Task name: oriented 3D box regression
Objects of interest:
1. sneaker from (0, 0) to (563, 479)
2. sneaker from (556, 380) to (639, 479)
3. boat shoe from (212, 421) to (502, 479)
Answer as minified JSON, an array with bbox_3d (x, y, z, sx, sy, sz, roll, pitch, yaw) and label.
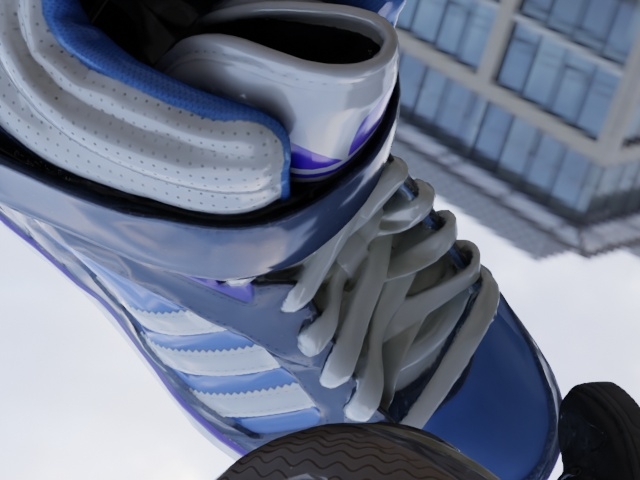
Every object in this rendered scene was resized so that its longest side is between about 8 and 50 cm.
[{"bbox_3d":[0.000,-0.001,0.574,0.322,0.130,0.236,38,161,-11],"label":"sneaker"},{"bbox_3d":[0.087,0.127,0.569,0.089,0.051,0.170,-3,-127,-12],"label":"sneaker"},{"bbox_3d":[0.093,0.193,0.389,0.355,0.132,0.130,61,-166,3],"label":"boat shoe"}]
